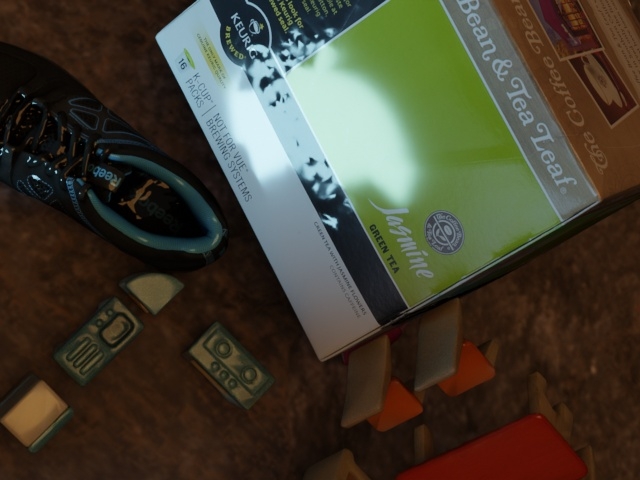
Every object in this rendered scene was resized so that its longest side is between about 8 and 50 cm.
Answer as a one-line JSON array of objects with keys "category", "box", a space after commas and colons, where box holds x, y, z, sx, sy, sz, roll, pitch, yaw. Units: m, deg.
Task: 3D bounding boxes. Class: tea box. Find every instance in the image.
[{"category": "tea box", "box": [0.092, -0.125, 1.544, 0.220, 0.323, 0.329, -19, 81, -52]}]

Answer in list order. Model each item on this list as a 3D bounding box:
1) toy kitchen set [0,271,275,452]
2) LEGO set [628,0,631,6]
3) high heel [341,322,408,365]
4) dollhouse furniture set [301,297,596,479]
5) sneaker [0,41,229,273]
[{"category": "toy kitchen set", "box": [-0.168, 0.144, 1.660, 0.207, 0.122, 0.166, -45, 100, -10]}, {"category": "LEGO set", "box": [0.152, -0.291, 1.676, 0.255, 0.192, 0.331, -11, 95, 5]}, {"category": "high heel", "box": [0.000, 0.000, 1.734, 0.117, 0.082, 0.244, -39, 101, 1]}, {"category": "dollhouse furniture set", "box": [0.102, 0.221, 1.553, 0.259, 0.135, 0.262, -29, 118, 27]}, {"category": "sneaker", "box": [-0.225, -0.086, 1.638, 0.341, 0.140, 0.125, 29, 85, -11]}]
